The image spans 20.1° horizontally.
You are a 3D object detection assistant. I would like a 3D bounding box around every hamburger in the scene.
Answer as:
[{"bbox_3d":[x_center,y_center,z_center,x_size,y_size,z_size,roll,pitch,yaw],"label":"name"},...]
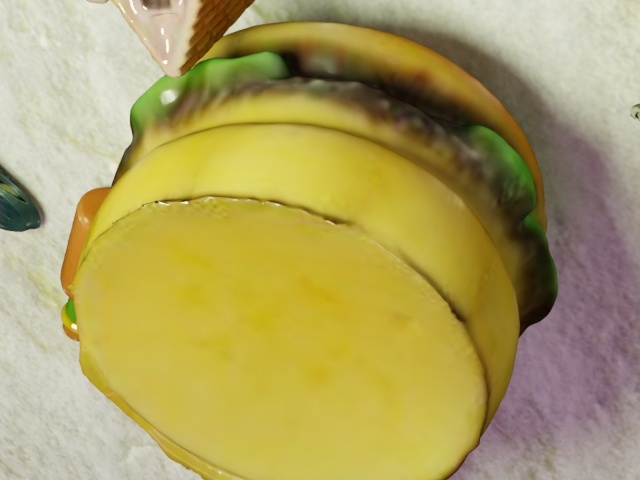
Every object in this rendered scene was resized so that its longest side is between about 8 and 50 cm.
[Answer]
[{"bbox_3d":[0.000,0.000,1.494,0.395,0.277,0.396,10,135,10],"label":"hamburger"}]

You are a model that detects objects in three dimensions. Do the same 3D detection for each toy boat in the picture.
[{"bbox_3d":[-0.330,-0.053,1.757,0.141,0.060,0.055,39,132,-19],"label":"toy boat"}]

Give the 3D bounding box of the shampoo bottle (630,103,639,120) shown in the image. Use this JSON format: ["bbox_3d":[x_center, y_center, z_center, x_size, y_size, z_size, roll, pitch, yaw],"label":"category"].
[{"bbox_3d":[0.301,-0.023,1.497,0.063,0.057,0.208,1,127,28],"label":"shampoo bottle"}]

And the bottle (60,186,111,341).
[{"bbox_3d":[-0.221,0.031,1.770,0.069,0.069,0.187,26,136,2],"label":"bottle"}]

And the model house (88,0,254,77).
[{"bbox_3d":[-0.147,-0.265,1.400,0.237,0.202,0.237,3,127,22],"label":"model house"}]
